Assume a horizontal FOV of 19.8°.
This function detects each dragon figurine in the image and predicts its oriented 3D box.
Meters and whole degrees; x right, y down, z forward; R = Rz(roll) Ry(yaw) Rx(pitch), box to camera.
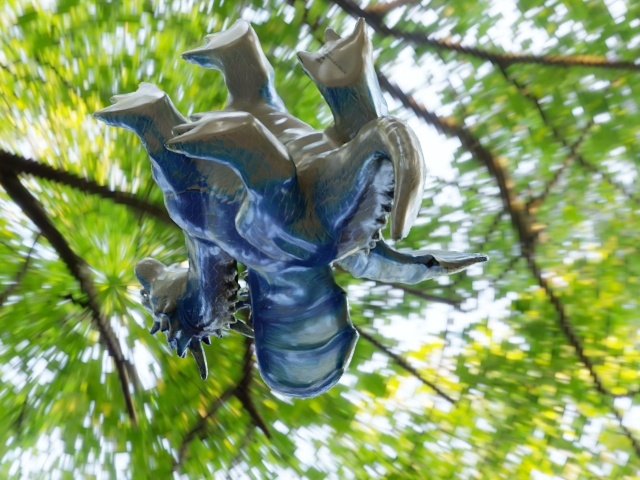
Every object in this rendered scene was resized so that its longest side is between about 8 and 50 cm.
[{"bbox_3d":[0.000,0.000,0.681,0.085,0.289,0.144,-37,-67,-22],"label":"dragon figurine"}]
